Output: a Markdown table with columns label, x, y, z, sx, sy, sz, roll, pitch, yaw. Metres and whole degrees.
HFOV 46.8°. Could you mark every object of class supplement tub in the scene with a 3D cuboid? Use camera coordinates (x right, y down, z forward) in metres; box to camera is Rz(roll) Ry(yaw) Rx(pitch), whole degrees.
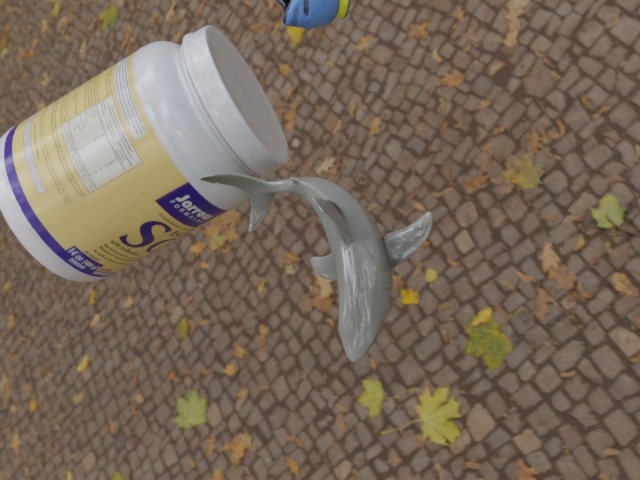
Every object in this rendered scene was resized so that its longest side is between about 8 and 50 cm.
| label | x | y | z | sx | sy | sz | roll | pitch | yaw |
| --- | --- | --- | --- | --- | --- | --- | --- | --- | --- |
| supplement tub | -0.234 | -0.114 | 0.990 | 0.331 | 0.241 | 0.241 | -27 | 60 | 13 |

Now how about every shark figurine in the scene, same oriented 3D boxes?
| label | x | y | z | sx | sy | sz | roll | pitch | yaw |
| --- | --- | --- | --- | --- | --- | --- | --- | --- | --- |
| shark figurine | -0.002 | -0.027 | 0.796 | 0.166 | 0.116 | 0.278 | -48 | 56 | 7 |

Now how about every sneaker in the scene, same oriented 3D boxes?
| label | x | y | z | sx | sy | sz | roll | pitch | yaw |
| --- | --- | --- | --- | --- | --- | --- | --- | --- | --- |
| sneaker | -0.042 | -0.318 | 0.789 | 0.069 | 0.082 | 0.209 | 122 | 129 | -66 |
